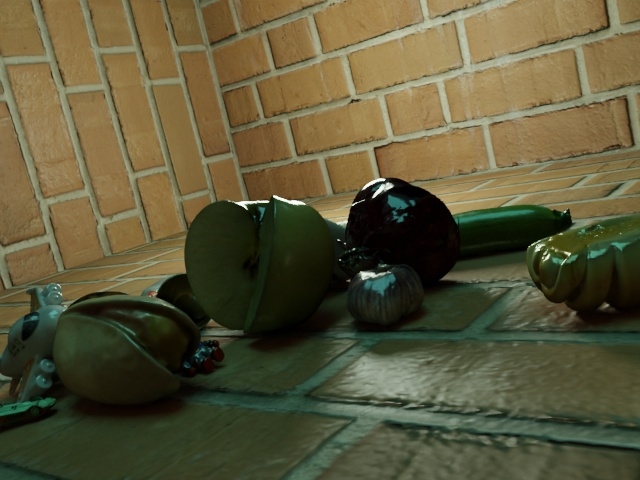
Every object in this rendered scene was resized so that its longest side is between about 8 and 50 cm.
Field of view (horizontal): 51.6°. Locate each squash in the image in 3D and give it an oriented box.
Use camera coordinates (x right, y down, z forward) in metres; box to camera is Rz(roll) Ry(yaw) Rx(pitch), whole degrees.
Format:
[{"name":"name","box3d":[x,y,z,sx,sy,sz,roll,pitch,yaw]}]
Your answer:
[{"name":"squash","box3d":[0.378,-0.021,1.547,0.395,0.107,0.107,-11,9,20]}]

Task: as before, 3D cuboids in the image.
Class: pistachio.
[{"name":"pistachio","box3d":[-0.326,0.170,1.089,0.299,0.187,0.187,-10,8,40]}]

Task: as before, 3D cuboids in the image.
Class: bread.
[{"name":"bread","box3d":[0.486,0.030,1.006,0.311,0.121,0.173,-12,12,5]}]

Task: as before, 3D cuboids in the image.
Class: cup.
[{"name":"cup","box3d":[-0.320,0.147,1.503,0.176,0.131,0.155,-39,7,-5]}]

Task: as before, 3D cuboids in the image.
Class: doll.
[{"name":"doll","box3d":[-0.254,0.201,1.203,0.195,0.062,0.104,5,57,42]}]

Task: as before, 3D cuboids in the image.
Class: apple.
[{"name":"apple","box3d":[-0.102,0.046,1.306,0.295,0.257,0.233,-2,0,43]}]

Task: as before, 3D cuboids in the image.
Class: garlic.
[{"name":"garlic","box3d":[0.117,0.093,1.212,0.147,0.102,0.159,-9,9,30]}]

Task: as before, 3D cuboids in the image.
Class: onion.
[{"name":"onion","box3d":[0.163,-0.025,1.407,0.281,0.221,0.280,-9,49,10]}]

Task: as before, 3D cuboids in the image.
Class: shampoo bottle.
[{"name":"shampoo bottle","box3d":[-0.447,0.146,1.862,0.108,0.051,0.221,-9,9,9]}]

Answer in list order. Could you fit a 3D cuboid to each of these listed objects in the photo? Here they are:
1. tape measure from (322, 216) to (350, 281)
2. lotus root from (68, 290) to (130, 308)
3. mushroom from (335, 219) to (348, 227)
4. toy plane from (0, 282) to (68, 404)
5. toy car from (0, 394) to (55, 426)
[{"name":"tape measure","box3d":[-0.032,0.011,1.569,0.265,0.130,0.258,3,-18,43]},{"name":"lotus root","box3d":[-0.433,0.177,1.346,0.169,0.141,0.314,-21,13,-36]},{"name":"mushroom","box3d":[0.000,0.000,2.022,0.351,0.095,0.123,-19,28,-27]},{"name":"toy plane","box3d":[-0.543,0.195,1.240,0.117,0.244,0.245,23,-16,-37]},{"name":"toy car","box3d":[-0.506,0.287,1.104,0.122,0.035,0.059,-6,7,-15]}]
